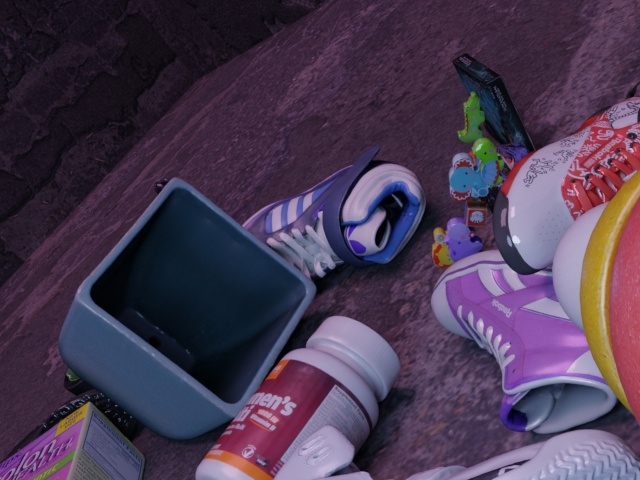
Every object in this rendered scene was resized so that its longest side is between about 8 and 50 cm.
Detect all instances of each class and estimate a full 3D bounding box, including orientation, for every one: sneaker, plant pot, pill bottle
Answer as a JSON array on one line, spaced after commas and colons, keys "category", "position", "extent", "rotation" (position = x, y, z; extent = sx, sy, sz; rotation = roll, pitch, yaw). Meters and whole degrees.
[{"category": "sneaker", "position": [0.273, -0.067, 0.890], "extent": [0.270, 0.090, 0.145], "rotation": [-37, 14, -38]}, {"category": "sneaker", "position": [-0.387, 0.298, 1.467], "extent": [0.286, 0.109, 0.130], "rotation": [-35, 13, 4]}, {"category": "plant pot", "position": [-0.204, 0.123, 1.339], "extent": [0.252, 0.248, 0.247], "rotation": [-45, 9, 46]}, {"category": "sneaker", "position": [0.238, -0.076, 1.218], "extent": [0.087, 0.083, 0.221], "rotation": [-27, 25, 5]}, {"category": "sneaker", "position": [0.069, 0.215, 0.775], "extent": [0.366, 0.137, 0.210], "rotation": [-36, 22, 17]}, {"category": "sneaker", "position": [0.001, 0.000, 1.384], "extent": [0.323, 0.130, 0.236], "rotation": [-36, 15, -8]}, {"category": "pill bottle", "position": [-0.016, 0.189, 1.013], "extent": [0.121, 0.121, 0.221], "rotation": [-11, 34, 53]}, {"category": "sneaker", "position": [0.175, 0.095, 0.918], "extent": [0.161, 0.102, 0.282], "rotation": [-51, 23, -24]}]

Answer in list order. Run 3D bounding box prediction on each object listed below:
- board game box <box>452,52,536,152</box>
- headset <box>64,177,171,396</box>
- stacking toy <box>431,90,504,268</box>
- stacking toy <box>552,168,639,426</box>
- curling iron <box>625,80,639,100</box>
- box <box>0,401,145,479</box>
[{"category": "board game box", "position": [0.241, -0.186, 1.379], "extent": [0.026, 0.126, 0.186], "rotation": [-29, 20, 4]}, {"category": "headset", "position": [-0.316, 0.089, 1.673], "extent": [0.394, 0.185, 0.243], "rotation": [-48, 19, 7]}, {"category": "stacking toy", "position": [0.159, -0.036, 1.106], "extent": [0.052, 0.221, 0.167], "rotation": [2, 25, 0]}, {"category": "stacking toy", "position": [0.266, 0.039, 0.595], "extent": [0.350, 0.350, 0.480], "rotation": [-42, 11, -9]}, {"category": "curling iron", "position": [0.453, -0.178, 1.118], "extent": [0.068, 0.035, 0.274], "rotation": [-46, 20, -19]}, {"category": "box", "position": [-0.348, 0.356, 1.238], "extent": [0.213, 0.117, 0.243], "rotation": [-35, 19, 11]}]
